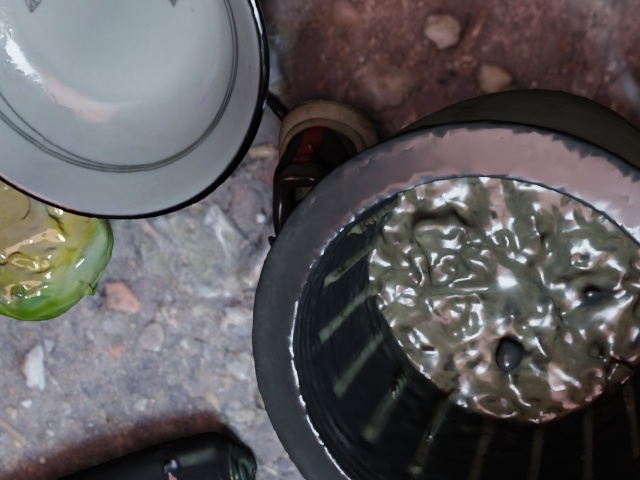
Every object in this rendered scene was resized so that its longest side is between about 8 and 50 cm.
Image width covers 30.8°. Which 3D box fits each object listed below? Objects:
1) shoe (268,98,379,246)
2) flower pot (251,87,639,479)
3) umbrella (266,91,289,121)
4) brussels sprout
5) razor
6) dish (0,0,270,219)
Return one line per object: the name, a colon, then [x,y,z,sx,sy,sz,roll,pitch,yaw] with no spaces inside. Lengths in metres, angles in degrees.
shoe: [0.000,0.000,0.962,0.099,0.112,0.227,4,119,16]
flower pot: [0.135,0.024,0.824,0.293,0.330,0.294,5,110,13]
umbrella: [-0.015,-0.089,0.999,0.149,0.022,0.022,42,72,0]
brussels sprout: [-0.258,-0.001,1.049,0.149,0.122,0.151,12,78,3]
razor: [-0.198,0.307,1.136,0.327,0.107,0.189,-21,100,22]
dish: [-0.178,-0.172,0.931,0.316,0.106,0.316,7,124,11]
